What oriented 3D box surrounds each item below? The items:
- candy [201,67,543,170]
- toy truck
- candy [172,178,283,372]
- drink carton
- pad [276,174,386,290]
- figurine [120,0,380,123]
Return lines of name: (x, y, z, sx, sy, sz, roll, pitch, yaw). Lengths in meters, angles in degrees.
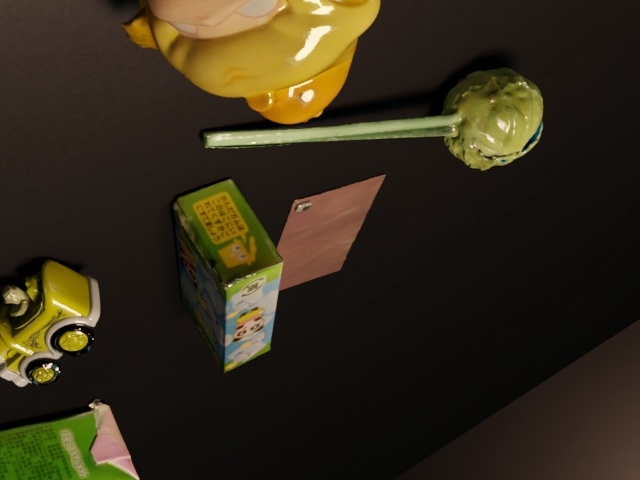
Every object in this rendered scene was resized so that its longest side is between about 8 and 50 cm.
candy: (0.056, -0.098, 0.740, 0.335, 0.092, 0.093, -8, -176, -28)
toy truck: (-0.241, 0.068, 0.709, 0.111, 0.076, 0.077, -40, 131, 14)
candy: (-0.088, 0.038, 0.791, 0.062, 0.097, 0.194, -26, 156, -20)
drink carton: (-0.355, 0.279, 0.927, 0.271, 0.108, 0.161, -5, 147, -47)
pad: (0.000, 0.000, 0.927, 0.113, 0.006, 0.188, -19, 153, -27)
figurine: (-0.056, -0.145, 0.448, 0.156, 0.131, 0.246, -3, 168, 25)
